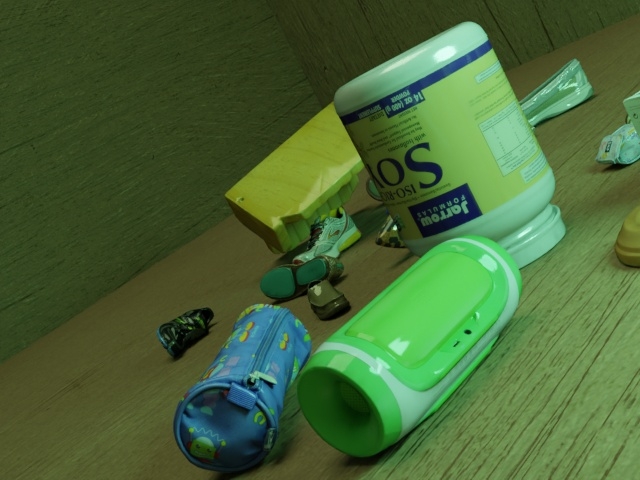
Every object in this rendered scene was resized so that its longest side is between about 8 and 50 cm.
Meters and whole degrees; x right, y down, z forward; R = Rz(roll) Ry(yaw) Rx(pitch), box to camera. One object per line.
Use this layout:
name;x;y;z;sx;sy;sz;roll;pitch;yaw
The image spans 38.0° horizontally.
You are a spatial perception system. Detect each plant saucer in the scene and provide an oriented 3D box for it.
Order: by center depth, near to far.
plant saucer;0.436;-0.033;1.083;0.200;0.037;0.200;-28;9;5

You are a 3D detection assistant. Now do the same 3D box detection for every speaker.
speaker;0.106;0.105;1.013;0.131;0.131;0.296;-18;13;46

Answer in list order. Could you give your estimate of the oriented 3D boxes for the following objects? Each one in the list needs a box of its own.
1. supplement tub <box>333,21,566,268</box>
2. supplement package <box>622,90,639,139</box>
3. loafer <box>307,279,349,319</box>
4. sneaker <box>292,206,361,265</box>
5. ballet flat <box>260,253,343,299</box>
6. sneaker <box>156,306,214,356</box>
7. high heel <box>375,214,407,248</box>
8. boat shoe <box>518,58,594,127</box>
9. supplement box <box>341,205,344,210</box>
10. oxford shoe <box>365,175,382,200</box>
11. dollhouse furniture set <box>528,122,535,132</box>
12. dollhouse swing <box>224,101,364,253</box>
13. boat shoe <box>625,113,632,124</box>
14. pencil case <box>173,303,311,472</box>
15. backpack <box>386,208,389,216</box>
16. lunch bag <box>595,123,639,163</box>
supplement tub;0.191;-0.119;1.344;0.241;0.331;0.241;-28;9;5
supplement package;0.576;-0.193;1.207;0.262;0.145;0.204;-32;10;-21
loafer;0.005;0.098;1.581;0.056;0.050;0.148;-31;9;-15
sneaker;0.000;0.000;2.000;0.088;0.092;0.225;-22;12;36
ballet flat;-0.032;0.075;1.824;0.067;0.073;0.206;1;-11;-44
sneaker;-0.275;0.179;1.906;0.078;0.067;0.188;-31;4;22
high heel;0.231;-0.059;1.642;0.261;0.093;0.186;-27;6;-27
boat shoe;0.507;-0.331;2.289;0.320;0.103;0.118;-26;9;16
supplement box;0.030;-0.079;2.464;0.043;0.055;0.083;-25;11;19
oxford shoe;0.259;-0.196;2.369;0.348;0.123;0.130;-36;-21;-15
dollhouse furniture set;0.351;-0.230;2.178;0.242;0.161;0.212;-47;16;4
dollhouse swing;0.010;-0.089;2.187;0.347;0.305;0.315;-42;40;-12
boat shoe;0.619;-0.232;1.584;0.190;0.068;0.072;-35;19;19
pencil case;-0.090;0.178;1.193;0.133;0.119;0.306;-56;1;17
backpack;0.192;-0.068;1.798;0.098;0.101;0.120;-40;17;-24
lunch bag;0.499;-0.156;1.523;0.083;0.053;0.071;-38;9;-5
